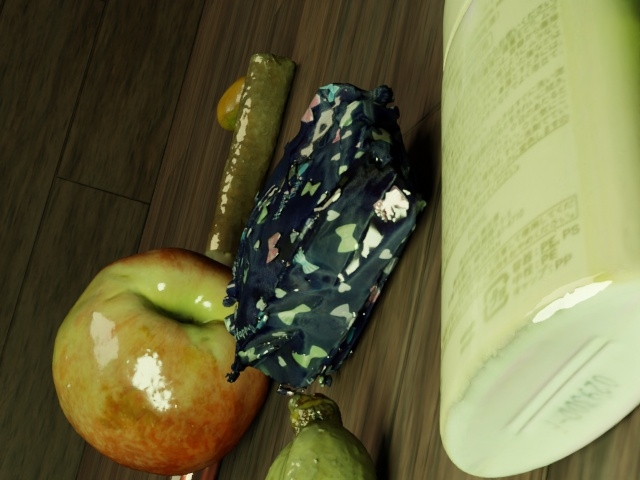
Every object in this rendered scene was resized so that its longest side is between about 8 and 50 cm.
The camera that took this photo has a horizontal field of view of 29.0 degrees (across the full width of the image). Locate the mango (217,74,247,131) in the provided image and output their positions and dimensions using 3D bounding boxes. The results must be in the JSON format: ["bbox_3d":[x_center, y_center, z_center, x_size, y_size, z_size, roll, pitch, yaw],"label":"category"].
[{"bbox_3d":[-0.120,-0.211,1.884,0.114,0.057,0.079,-48,21,55],"label":"mango"}]

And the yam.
[{"bbox_3d":[-0.093,-0.104,1.628,0.066,0.066,0.300,151,133,-72],"label":"yam"}]

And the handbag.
[{"bbox_3d":[0.000,0.000,0.997,0.162,0.113,0.260,-102,32,-52],"label":"handbag"}]

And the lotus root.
[{"bbox_3d":[0.000,0.189,0.829,0.090,0.077,0.183,-44,34,51],"label":"lotus root"}]

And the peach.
[{"bbox_3d":[-0.167,0.137,1.284,0.257,0.232,0.232,116,164,-45],"label":"peach"}]

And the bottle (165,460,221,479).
[{"bbox_3d":[-0.134,0.225,1.393,0.060,0.060,0.164,178,109,-76],"label":"bottle"}]

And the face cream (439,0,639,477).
[{"bbox_3d":[0.115,-0.063,0.653,0.173,0.081,0.349,121,161,-45],"label":"face cream"}]
